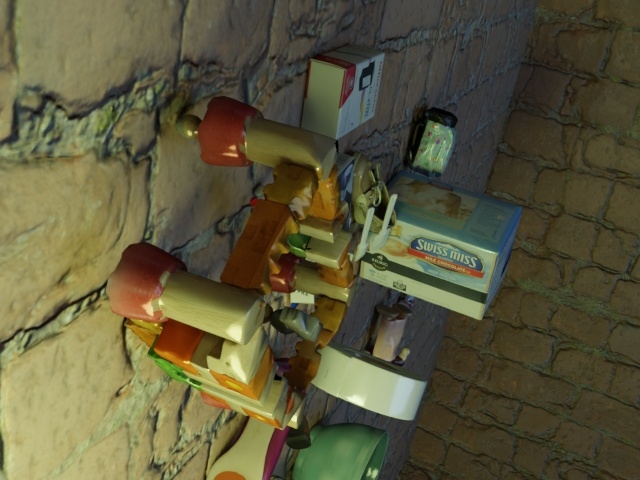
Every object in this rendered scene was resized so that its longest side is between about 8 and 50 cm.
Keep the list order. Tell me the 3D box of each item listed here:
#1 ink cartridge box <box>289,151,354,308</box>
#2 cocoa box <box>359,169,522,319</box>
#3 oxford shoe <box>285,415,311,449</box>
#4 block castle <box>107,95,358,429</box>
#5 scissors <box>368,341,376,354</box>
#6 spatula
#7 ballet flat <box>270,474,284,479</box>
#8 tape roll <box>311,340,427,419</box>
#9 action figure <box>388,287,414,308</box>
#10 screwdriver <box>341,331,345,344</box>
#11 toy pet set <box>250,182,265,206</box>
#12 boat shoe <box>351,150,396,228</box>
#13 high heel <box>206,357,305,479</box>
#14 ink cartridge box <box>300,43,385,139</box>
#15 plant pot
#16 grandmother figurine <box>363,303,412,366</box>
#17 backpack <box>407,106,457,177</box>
[{"bbox_3d":[0.000,0.000,1.376,0.165,0.065,0.332,-53,155,-42],"label":"ink cartridge box"},{"bbox_3d":[0.308,0.003,1.776,0.231,0.347,0.228,-49,151,-45],"label":"cocoa box"},{"bbox_3d":[-0.070,0.423,1.620,0.212,0.076,0.076,77,7,-54],"label":"oxford shoe"},{"bbox_3d":[-0.105,0.058,0.935,0.453,0.213,0.303,77,34,-61],"label":"block castle"},{"bbox_3d":[0.211,0.331,2.341,0.297,0.021,0.109,-56,154,-38],"label":"scissors"},{"bbox_3d":[0.099,-0.009,1.550,0.168,0.019,0.242,-26,156,-18],"label":"spatula"},{"bbox_3d":[-0.120,0.658,1.718,0.084,0.058,0.250,-34,139,-25],"label":"ballet flat"},{"bbox_3d":[0.110,0.336,1.668,0.100,0.286,0.286,-69,161,-3],"label":"tape roll"},{"bbox_3d":[0.317,0.051,2.205,0.370,0.248,0.275,-65,-153,24],"label":"action figure"},{"bbox_3d":[0.052,0.336,1.905,0.025,0.024,0.170,14,94,-41],"label":"screwdriver"},{"bbox_3d":[-0.075,-0.131,1.084,0.114,0.065,0.122,-16,129,-24],"label":"toy pet set"},{"bbox_3d":[0.115,-0.109,1.536,0.104,0.089,0.285,-65,160,-12],"label":"boat shoe"},{"bbox_3d":[-0.110,0.421,1.370,0.181,0.127,0.377,35,72,-59],"label":"high heel"},{"bbox_3d":[0.042,-0.267,1.211,0.175,0.072,0.127,-41,145,-54],"label":"ink cartridge box"},{"bbox_3d":[0.044,0.628,1.901,0.293,0.196,0.293,-54,156,-38],"label":"plant pot"},{"bbox_3d":[0.203,0.372,2.203,0.208,0.104,0.342,6,108,-29],"label":"grandmother figurine"},{"bbox_3d":[0.308,-0.264,1.874,0.152,0.115,0.182,-29,138,-66],"label":"backpack"}]
